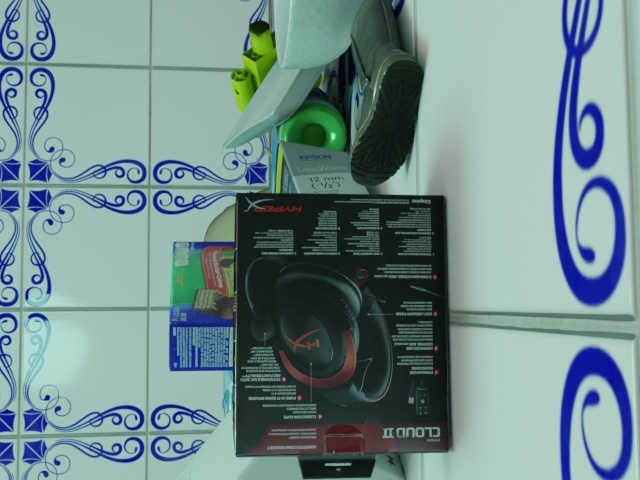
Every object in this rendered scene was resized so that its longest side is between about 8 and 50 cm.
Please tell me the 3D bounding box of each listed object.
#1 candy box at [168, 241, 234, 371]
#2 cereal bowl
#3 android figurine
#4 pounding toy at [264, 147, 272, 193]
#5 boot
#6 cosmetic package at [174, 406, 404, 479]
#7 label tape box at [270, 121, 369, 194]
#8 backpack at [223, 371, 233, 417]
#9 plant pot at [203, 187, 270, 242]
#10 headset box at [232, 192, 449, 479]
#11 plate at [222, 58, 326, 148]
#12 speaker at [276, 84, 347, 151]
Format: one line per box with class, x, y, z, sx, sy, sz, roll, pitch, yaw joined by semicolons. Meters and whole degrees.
candy box;-0.123;0.117;1.559;0.268;0.317;0.122;-103;17;-56
cereal bowl;0.011;-0.424;1.218;0.339;0.141;0.339;180;90;-83
android figurine;-0.078;-0.354;1.699;0.056;0.248;0.273;36;157;28
pounding toy;-0.062;-0.125;1.813;0.100;0.130;0.141;150;120;-81
boot;0.066;-0.196;1.046;0.209;0.076;0.190;-111;36;-53
cosmetic package;-0.078;0.355;1.107;0.366;0.196;0.155;-52;22;20
label tape box;0.000;0.000;1.276;0.348;0.115;0.249;-109;19;-53
backpack;-0.083;0.336;1.638;0.290;0.273;0.356;51;-130;-80
plant pot;-0.125;-0.020;1.994;0.274;0.256;0.257;136;136;-58
headset box;0.016;0.102;0.866;0.110;0.217;0.294;135;134;-81
plate;-0.052;-0.289;1.471;0.277;0.045;0.278;-59;18;-19
speaker;-0.026;-0.223;1.567;0.296;0.131;0.131;-111;22;-70
